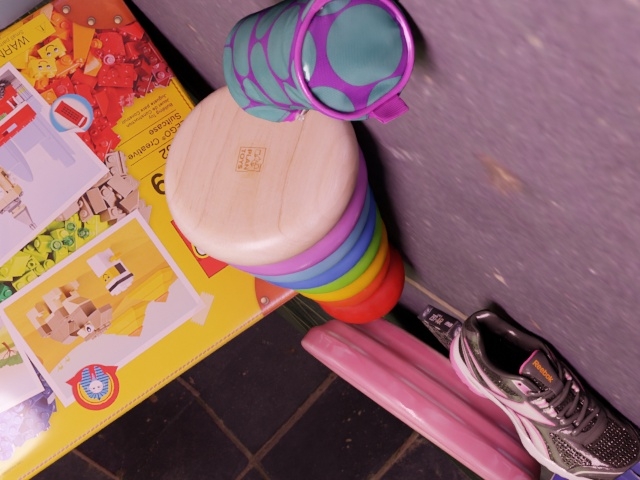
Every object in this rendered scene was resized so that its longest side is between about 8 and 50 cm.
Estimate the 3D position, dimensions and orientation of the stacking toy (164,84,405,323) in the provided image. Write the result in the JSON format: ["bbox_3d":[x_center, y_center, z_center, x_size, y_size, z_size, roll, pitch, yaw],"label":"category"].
[{"bbox_3d":[0.000,0.000,0.796,0.141,0.141,0.330,40,176,26],"label":"stacking toy"}]

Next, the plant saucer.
[{"bbox_3d":[0.132,0.189,1.158,0.332,0.084,0.332,35,174,4],"label":"plant saucer"}]

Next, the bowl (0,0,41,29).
[{"bbox_3d":[-0.218,-0.209,0.318,0.311,0.311,0.163,41,151,20],"label":"bowl"}]

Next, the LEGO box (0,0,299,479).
[{"bbox_3d":[-0.320,0.033,0.986,0.372,0.500,0.193,55,173,-1],"label":"LEGO box"}]

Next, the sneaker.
[{"bbox_3d":[0.174,0.121,0.762,0.178,0.072,0.077,34,159,22],"label":"sneaker"}]

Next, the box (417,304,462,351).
[{"bbox_3d":[0.146,0.108,1.005,0.083,0.018,0.067,47,172,-22],"label":"box"}]

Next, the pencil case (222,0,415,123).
[{"bbox_3d":[-0.005,-0.096,0.516,0.070,0.064,0.151,63,168,-15],"label":"pencil case"}]

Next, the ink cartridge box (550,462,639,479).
[{"bbox_3d":[0.358,0.321,0.889,0.330,0.071,0.324,45,173,-23],"label":"ink cartridge box"}]
